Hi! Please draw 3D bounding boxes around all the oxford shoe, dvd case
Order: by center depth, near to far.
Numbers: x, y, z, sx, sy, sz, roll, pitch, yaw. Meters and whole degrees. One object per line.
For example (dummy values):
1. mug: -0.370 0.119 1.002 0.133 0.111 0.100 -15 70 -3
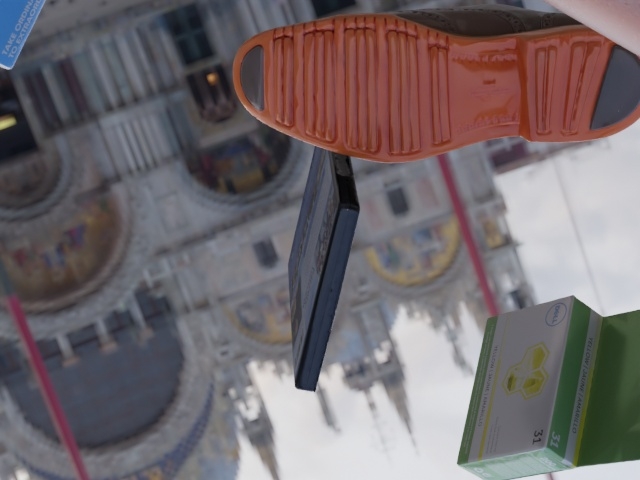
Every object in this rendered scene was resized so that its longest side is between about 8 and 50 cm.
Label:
1. oxford shoe: 0.105 -0.150 1.252 0.364 0.130 0.133 3 -156 -1
2. dvd case: 0.000 0.000 1.286 0.022 0.180 0.253 11 -157 -7

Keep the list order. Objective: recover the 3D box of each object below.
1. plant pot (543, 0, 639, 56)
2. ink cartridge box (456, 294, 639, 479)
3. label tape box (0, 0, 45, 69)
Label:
1. plant pot: 0.246 -0.156 0.627 0.265 0.272 0.272 28 -154 12
2. ink cartridge box: 0.244 0.135 1.334 0.235 0.056 0.171 -22 -137 49
3. label tape box: -0.265 -0.280 1.143 0.115 0.249 0.348 26 -179 -44
